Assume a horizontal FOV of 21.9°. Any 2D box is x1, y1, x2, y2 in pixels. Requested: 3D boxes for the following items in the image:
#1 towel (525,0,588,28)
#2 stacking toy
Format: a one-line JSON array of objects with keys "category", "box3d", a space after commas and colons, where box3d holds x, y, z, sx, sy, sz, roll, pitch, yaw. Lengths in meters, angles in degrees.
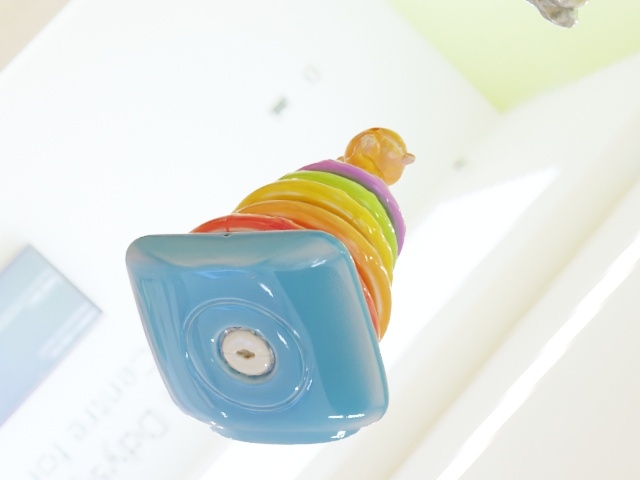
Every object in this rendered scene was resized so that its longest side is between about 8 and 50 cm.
[{"category": "towel", "box3d": [0.068, -0.274, 1.065, 0.090, 0.320, 0.374, -51, -179, 15]}, {"category": "stacking toy", "box3d": [0.000, 0.000, 1.229, 0.175, 0.165, 0.302, -2, -149, 24]}]
